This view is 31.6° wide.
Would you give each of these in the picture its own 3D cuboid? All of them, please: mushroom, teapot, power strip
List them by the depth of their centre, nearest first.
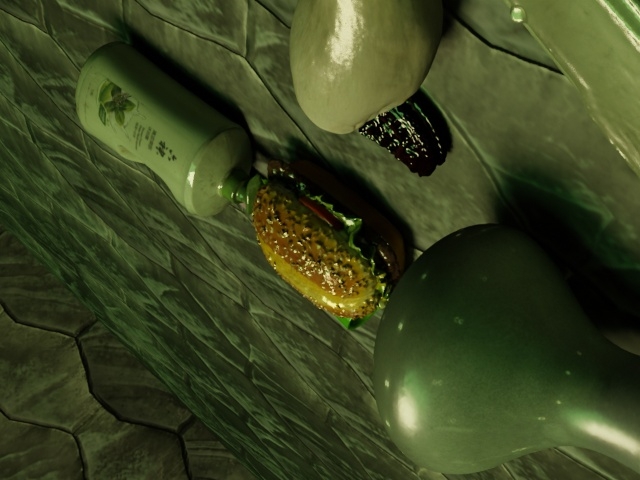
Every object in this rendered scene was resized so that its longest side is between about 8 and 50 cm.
[{"bbox_3d":[0.118,-0.137,0.555,0.286,0.048,0.080,48,155,-3],"label":"power strip"},{"bbox_3d":[0.024,-0.140,0.678,0.212,0.097,0.088,81,175,-67],"label":"mushroom"},{"bbox_3d":[0.166,0.097,0.765,0.250,0.183,0.183,19,149,35],"label":"teapot"}]

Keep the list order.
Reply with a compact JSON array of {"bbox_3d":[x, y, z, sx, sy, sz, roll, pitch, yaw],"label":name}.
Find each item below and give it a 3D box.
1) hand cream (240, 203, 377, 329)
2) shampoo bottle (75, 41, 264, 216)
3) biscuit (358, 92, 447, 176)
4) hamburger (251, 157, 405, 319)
[{"bbox_3d":[-0.045,-0.016,1.180,0.275,0.050,0.079,45,137,22],"label":"hand cream"},{"bbox_3d":[-0.141,-0.098,1.133,0.234,0.087,0.118,37,142,26],"label":"shampoo bottle"},{"bbox_3d":[0.055,-0.086,0.831,0.089,0.027,0.087,53,160,-18],"label":"biscuit"},{"bbox_3d":[0.000,0.000,1.029,0.166,0.087,0.137,38,159,24],"label":"hamburger"}]
